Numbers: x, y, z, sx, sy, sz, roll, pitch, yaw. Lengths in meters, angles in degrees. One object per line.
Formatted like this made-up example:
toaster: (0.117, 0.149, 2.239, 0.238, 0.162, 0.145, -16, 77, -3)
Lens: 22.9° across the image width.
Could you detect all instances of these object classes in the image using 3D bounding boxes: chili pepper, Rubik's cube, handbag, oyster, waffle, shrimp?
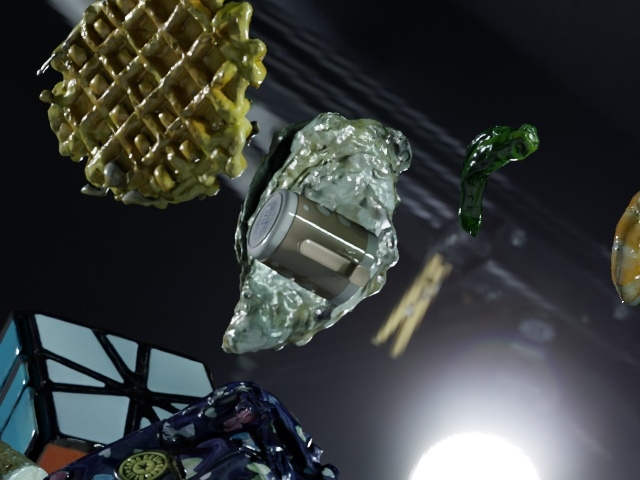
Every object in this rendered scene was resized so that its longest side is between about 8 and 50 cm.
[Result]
chili pepper: (0.141, -0.061, 1.362, 0.055, 0.035, 0.118, 52, -54, 28)
Rubik's cube: (-0.293, 0.290, 1.967, 0.293, 0.288, 0.283, 21, -67, -30)
handbag: (-0.115, 0.215, 1.215, 0.162, 0.260, 0.113, 56, -11, 47)
oyster: (0.000, 0.000, 1.598, 0.198, 0.267, 0.112, 19, -6, -42)
waffle: (-0.169, -0.165, 1.611, 0.280, 0.060, 0.262, 10, -81, 33)
shrimp: (0.294, -0.018, 1.318, 0.042, 0.190, 0.101, 18, -44, 37)

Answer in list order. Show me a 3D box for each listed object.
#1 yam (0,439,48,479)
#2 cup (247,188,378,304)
yam: (-0.334, 0.212, 1.496, 0.179, 0.078, 0.078, 27, -30, 30)
cup: (-0.009, 0.012, 1.395, 0.099, 0.102, 0.074, 28, -62, -19)
